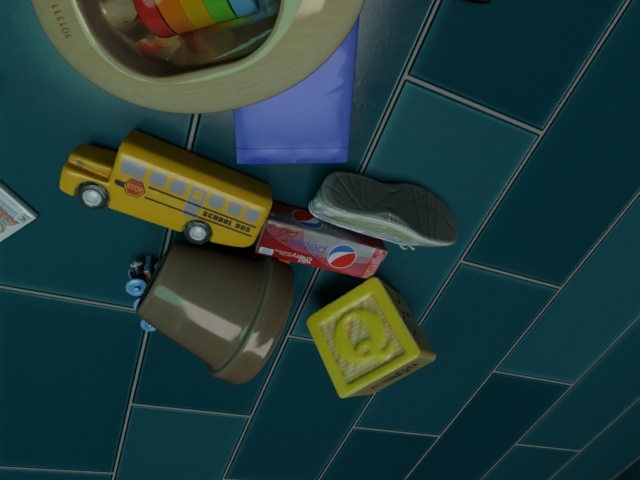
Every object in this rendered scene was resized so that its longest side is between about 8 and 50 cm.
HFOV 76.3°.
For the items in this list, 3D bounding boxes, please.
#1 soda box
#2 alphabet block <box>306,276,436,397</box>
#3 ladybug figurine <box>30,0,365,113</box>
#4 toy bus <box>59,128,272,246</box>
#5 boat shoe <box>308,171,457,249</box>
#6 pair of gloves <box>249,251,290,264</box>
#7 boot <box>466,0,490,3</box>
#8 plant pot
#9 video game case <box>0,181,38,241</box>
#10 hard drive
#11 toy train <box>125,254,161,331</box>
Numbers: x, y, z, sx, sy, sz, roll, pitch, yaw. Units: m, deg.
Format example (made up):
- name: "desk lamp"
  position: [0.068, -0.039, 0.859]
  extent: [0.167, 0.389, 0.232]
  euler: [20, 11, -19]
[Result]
- name: "soda box"
  position: [0.000, 0.000, 0.849]
  extent: [0.263, 0.092, 0.083]
  euler: [15, 119, -18]
- name: "alphabet block"
  position: [0.117, 0.221, 0.910]
  extent: [0.193, 0.192, 0.197]
  euler: [-35, 151, 11]
- name: "ladybug figurine"
  position: [-0.145, -0.333, 0.529]
  extent: [0.449, 0.162, 0.305]
  euler: [-3, 122, 12]
- name: "toy bus"
  position: [-0.265, -0.093, 0.735]
  extent: [0.332, 0.108, 0.130]
  euler: [21, 116, -21]
- name: "boat shoe"
  position: [0.136, -0.051, 0.841]
  extent: [0.320, 0.118, 0.103]
  euler: [11, 156, -19]
- name: "pair of gloves"
  position: [-0.106, 0.037, 0.903]
  extent: [0.083, 0.010, 0.074]
  euler: [36, 112, -25]
- name: "boot"
  position: [0.234, -0.441, 0.644]
  extent: [0.121, 0.045, 0.099]
  euler: [7, 115, -16]
- name: "plant pot"
  position: [-0.212, 0.114, 0.789]
  extent: [0.229, 0.263, 0.263]
  euler: [29, 113, -21]
- name: "video game case"
  position: [-0.635, -0.065, 0.743]
  extent: [0.143, 0.019, 0.157]
  euler: [-29, 122, 9]
- name: "hard drive"
  position: [-0.046, -0.288, 0.691]
  extent: [0.210, 0.040, 0.319]
  euler: [-2, 122, -8]
- name: "toy train"
  position: [-0.344, 0.116, 0.876]
  extent: [0.105, 0.080, 0.184]
  euler: [-13, 121, -12]
